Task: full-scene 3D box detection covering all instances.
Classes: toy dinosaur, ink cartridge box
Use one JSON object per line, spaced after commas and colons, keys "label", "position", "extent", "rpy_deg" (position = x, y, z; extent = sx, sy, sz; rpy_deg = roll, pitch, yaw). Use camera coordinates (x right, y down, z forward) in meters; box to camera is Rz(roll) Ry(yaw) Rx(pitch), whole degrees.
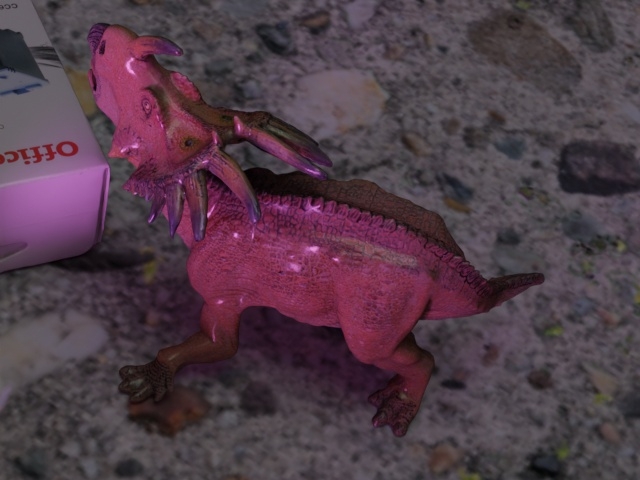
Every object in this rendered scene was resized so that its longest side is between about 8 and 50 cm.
{"label": "toy dinosaur", "position": [0.000, 0.000, 0.912], "extent": [0.296, 0.200, 0.127], "rpy_deg": [12, 49, -8]}
{"label": "ink cartridge box", "position": [-0.225, -0.076, 0.988], "extent": [0.140, 0.082, 0.190], "rpy_deg": [-13, 55, -25]}
